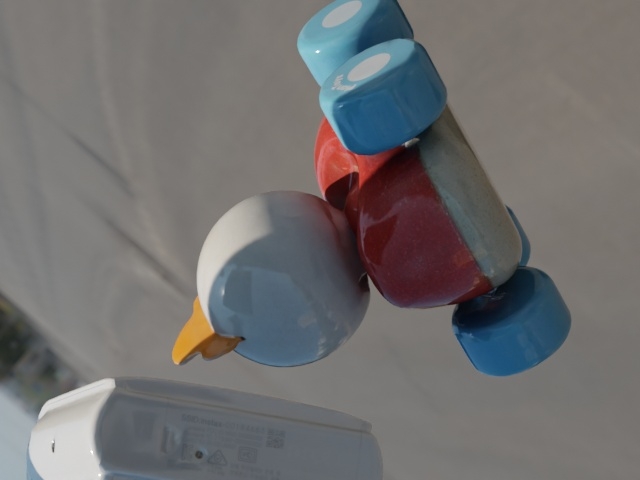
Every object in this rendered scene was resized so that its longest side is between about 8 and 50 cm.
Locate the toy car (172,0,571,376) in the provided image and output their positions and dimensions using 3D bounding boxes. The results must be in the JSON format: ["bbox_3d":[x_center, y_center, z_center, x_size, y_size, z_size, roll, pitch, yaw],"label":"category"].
[{"bbox_3d":[0.000,0.000,1.236,0.219,0.238,0.210,59,-175,-25],"label":"toy car"}]

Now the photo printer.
[{"bbox_3d":[-0.117,0.195,1.683,0.256,0.107,0.307,11,167,-18],"label":"photo printer"}]
